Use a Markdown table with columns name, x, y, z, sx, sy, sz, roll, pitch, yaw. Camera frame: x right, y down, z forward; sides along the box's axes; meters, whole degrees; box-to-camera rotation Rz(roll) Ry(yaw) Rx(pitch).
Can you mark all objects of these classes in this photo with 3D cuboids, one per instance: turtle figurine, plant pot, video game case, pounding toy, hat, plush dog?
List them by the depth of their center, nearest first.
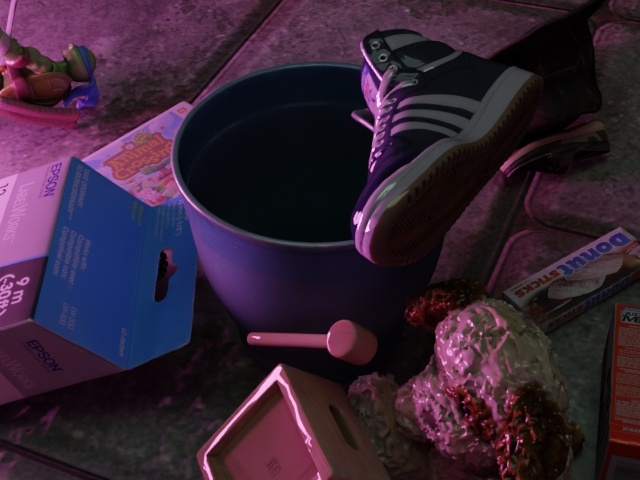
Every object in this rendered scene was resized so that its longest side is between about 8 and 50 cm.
| name | x | y | z | sx | sy | sz | roll | pitch | yaw |
| --- | --- | --- | --- | --- | --- | --- | --- | --- | --- |
| plush dog | 0.151 | 0.153 | 0.833 | 0.210 | 0.225 | 0.262 | -19 | 45 | -14 |
| pounding toy | -0.007 | 0.160 | 0.866 | 0.206 | 0.094 | 0.181 | -48 | 43 | 17 |
| plant pot | 0.000 | 0.000 | 0.986 | 0.271 | 0.255 | 0.272 | -1 | 45 | 1 |
| hat | 0.285 | -0.198 | 1.239 | 0.331 | 0.331 | 0.134 | -34 | 89 | -27 |
| video game case | -0.198 | -0.095 | 1.276 | 0.193 | 0.023 | 0.212 | 32 | 55 | 33 |
| turtle figurine | -0.466 | -0.256 | 1.330 | 0.266 | 0.275 | 0.198 | -31 | 33 | -14 |

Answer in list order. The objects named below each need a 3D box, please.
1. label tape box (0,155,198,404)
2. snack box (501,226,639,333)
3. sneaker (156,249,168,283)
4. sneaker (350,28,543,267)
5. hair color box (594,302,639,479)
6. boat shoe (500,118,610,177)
| name | x | y | z | sx | sy | sz | roll | pitch | yaw |
| --- | --- | --- | --- | --- | --- | --- | --- | --- | --- |
| label tape box | -0.305 | 0.038 | 1.018 | 0.347 | 0.115 | 0.249 | -18 | 41 | 13 |
| snack box | 0.291 | 0.044 | 1.086 | 0.178 | 0.022 | 0.064 | -26 | 46 | -21 |
| sneaker | -0.234 | 0.062 | 1.100 | 0.073 | 0.063 | 0.162 | -6 | 36 | 26 |
| sneaker | 0.065 | -0.089 | 0.821 | 0.153 | 0.099 | 0.282 | 28 | 44 | 20 |
| hair color box | 0.294 | 0.152 | 0.920 | 0.053 | 0.093 | 0.167 | 9 | 44 | 13 |
| boat shoe | 0.300 | -0.108 | 1.224 | 0.152 | 0.056 | 0.049 | -23 | 79 | -12 |
